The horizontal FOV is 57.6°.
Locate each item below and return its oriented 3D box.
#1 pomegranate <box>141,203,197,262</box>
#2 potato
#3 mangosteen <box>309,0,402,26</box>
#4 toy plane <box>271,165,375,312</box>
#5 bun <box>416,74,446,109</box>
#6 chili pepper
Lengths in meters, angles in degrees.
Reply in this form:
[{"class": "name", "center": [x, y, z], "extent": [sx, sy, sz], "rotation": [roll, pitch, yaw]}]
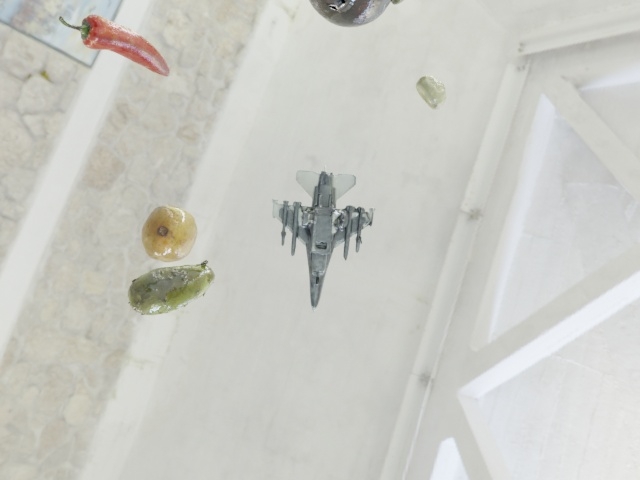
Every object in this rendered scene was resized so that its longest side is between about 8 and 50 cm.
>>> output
[{"class": "pomegranate", "center": [-0.470, -0.019, 1.825], "extent": [0.196, 0.196, 0.196], "rotation": [-28, -131, 38]}, {"class": "potato", "center": [-0.373, 0.118, 1.466], "extent": [0.117, 0.225, 0.090], "rotation": [65, -25, 12]}, {"class": "mangosteen", "center": [0.102, -0.748, 1.607], "extent": [0.313, 0.297, 0.297], "rotation": [-32, -160, -35]}, {"class": "toy plane", "center": [0.002, -0.006, 0.887], "extent": [0.082, 0.159, 0.234], "rotation": [135, -41, -84]}, {"class": "bun", "center": [0.263, -0.348, 1.355], "extent": [0.054, 0.086, 0.086], "rotation": [-36, -138, 9]}, {"class": "chili pepper", "center": [-0.390, -0.386, 1.143], "extent": [0.071, 0.272, 0.064], "rotation": [-2, -97, 33]}]
